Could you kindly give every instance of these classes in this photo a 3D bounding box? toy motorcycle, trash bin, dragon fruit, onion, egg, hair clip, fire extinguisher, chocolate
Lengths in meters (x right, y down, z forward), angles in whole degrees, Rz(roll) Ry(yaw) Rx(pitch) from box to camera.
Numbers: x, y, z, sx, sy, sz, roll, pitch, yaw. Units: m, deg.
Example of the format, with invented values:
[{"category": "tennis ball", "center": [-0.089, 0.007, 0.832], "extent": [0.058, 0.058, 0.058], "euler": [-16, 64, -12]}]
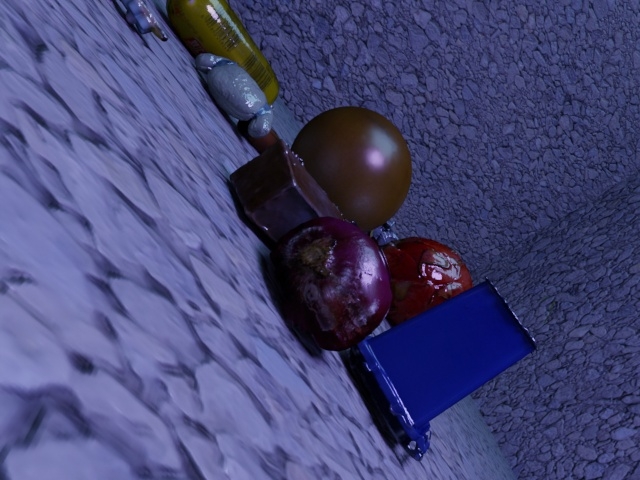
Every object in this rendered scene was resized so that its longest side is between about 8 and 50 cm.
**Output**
[{"category": "toy motorcycle", "center": [0.226, 0.020, 1.767], "extent": [0.307, 0.173, 0.108], "euler": [55, 7, -1]}, {"category": "trash bin", "center": [0.180, 0.177, 0.712], "extent": [0.184, 0.235, 0.162], "euler": [60, 8, 21]}, {"category": "dragon fruit", "center": [0.291, 0.135, 1.412], "extent": [0.342, 0.278, 0.277], "euler": [62, 9, 2]}, {"category": "onion", "center": [0.031, 0.058, 0.647], "extent": [0.173, 0.135, 0.198], "euler": [65, 9, 28]}, {"category": "egg", "center": [0.066, -0.154, 1.130], "extent": [0.282, 0.283, 0.351], "euler": [59, -2, 11]}, {"category": "hair clip", "center": [-0.294, -0.375, 0.692], "extent": [0.213, 0.056, 0.062], "euler": [63, -10, -19]}, {"category": "fire extinguisher", "center": [-0.115, -0.214, 1.082], "extent": [0.050, 0.062, 0.177], "euler": [28, -8, 31]}, {"category": "chocolate", "center": [0.000, 0.000, 0.765], "extent": [0.321, 0.112, 0.112], "euler": [49, 12, -41]}]

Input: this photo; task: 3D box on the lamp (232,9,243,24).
[{"category": "lamp", "center": [-0.257, -0.547, 1.336], "extent": [0.118, 0.118, 0.253], "euler": [47, 17, -51]}]

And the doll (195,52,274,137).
[{"category": "doll", "center": [-0.162, -0.291, 0.970], "extent": [0.214, 0.071, 0.103], "euler": [49, 50, 7]}]

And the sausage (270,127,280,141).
[{"category": "sausage", "center": [-0.135, -0.264, 1.209], "extent": [0.041, 0.039, 0.131], "euler": [52, 5, 17]}]

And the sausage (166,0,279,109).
[{"category": "sausage", "center": [-0.202, -0.408, 1.068], "extent": [0.347, 0.123, 0.123], "euler": [50, 11, -42]}]
